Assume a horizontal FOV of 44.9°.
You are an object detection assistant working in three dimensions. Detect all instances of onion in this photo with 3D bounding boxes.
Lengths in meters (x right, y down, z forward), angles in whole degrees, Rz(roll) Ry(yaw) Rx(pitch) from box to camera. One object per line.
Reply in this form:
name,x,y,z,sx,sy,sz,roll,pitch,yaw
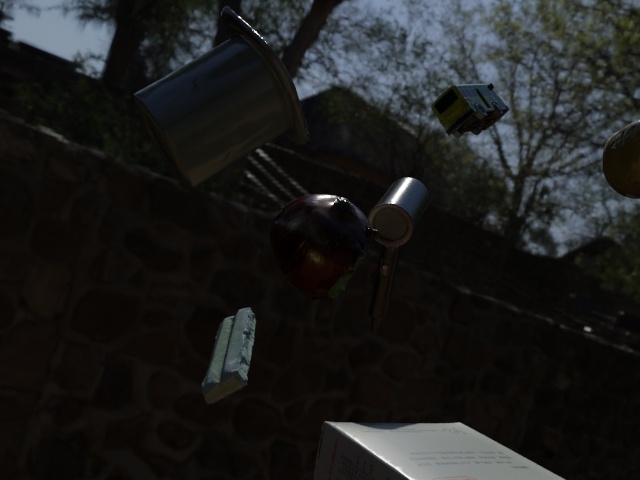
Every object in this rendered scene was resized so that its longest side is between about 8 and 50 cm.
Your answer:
onion,0.000,0.000,0.830,0.118,0.119,0.117,17,19,12

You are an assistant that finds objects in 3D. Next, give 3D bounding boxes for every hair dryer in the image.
hair dryer,0.107,0.031,1.221,0.070,0.255,0.128,17,31,13

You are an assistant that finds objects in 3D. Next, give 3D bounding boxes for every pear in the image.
pear,0.557,-0.136,1.297,0.167,0.137,0.167,-6,3,0

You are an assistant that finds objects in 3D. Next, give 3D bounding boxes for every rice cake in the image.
rice cake,-0.160,0.201,1.392,0.040,0.085,0.226,50,18,-20

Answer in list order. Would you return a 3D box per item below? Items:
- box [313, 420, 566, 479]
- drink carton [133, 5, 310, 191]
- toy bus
box,0.150,0.277,0.767,0.200,0.106,0.299,9,4,-32
drink carton,-0.143,-0.183,1.080,0.191,0.189,0.185,49,-19,33
toy bus,0.330,-0.290,1.699,0.175,0.088,0.101,-16,69,-50
